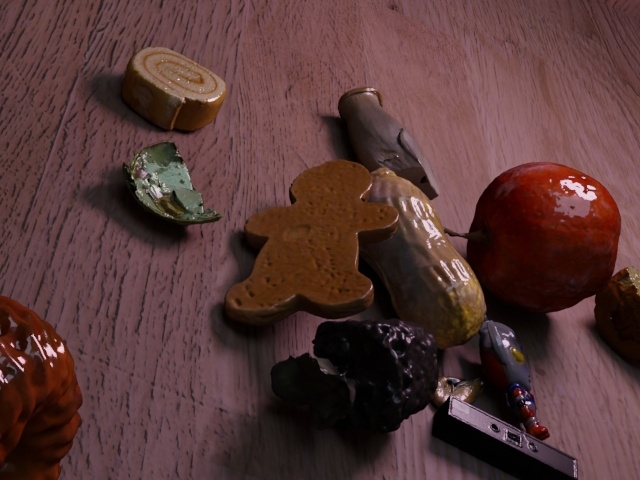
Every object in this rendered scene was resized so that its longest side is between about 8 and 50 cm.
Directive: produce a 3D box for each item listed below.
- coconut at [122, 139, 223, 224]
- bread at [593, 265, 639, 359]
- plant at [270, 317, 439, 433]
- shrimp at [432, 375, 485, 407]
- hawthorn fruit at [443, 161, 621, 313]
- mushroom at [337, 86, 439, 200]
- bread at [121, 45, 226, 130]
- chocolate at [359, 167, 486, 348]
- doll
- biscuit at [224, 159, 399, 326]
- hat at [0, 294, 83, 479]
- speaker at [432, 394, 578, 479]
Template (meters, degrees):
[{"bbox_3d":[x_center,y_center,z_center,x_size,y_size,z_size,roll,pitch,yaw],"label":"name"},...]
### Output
[{"bbox_3d":[-0.207,-0.069,1.395,0.133,0.055,0.158,7,40,-31],"label":"coconut"},{"bbox_3d":[0.511,0.125,1.658,0.156,0.125,0.086,38,25,28],"label":"bread"},{"bbox_3d":[0.047,0.158,1.230,0.142,0.131,0.203,-1,6,34],"label":"plant"},{"bbox_3d":[0.182,0.197,1.397,0.059,0.023,0.108,35,32,20],"label":"shrimp"},{"bbox_3d":[0.306,-0.005,1.568,0.271,0.242,0.242,3,43,-26],"label":"hawthorn fruit"},{"bbox_3d":[0.105,-0.161,1.725,0.108,0.096,0.247,-20,52,-19],"label":"mushroom"},{"bbox_3d":[-0.225,-0.222,1.567,0.149,0.073,0.122,30,39,1],"label":"bread"},{"bbox_3d":[0.128,0.024,1.480,0.134,0.134,0.309,3,47,-35],"label":"chocolate"},{"bbox_3d":[0.258,0.183,1.422,0.104,0.062,0.195,24,37,-53],"label":"doll"},{"bbox_3d":[0.000,0.000,1.400,0.216,0.047,0.340,-4,36,10],"label":"biscuit"},{"bbox_3d":[-0.406,0.101,0.846,0.400,0.285,0.285,35,34,10],"label":"hat"},{"bbox_3d":[0.237,0.263,1.333,0.191,0.046,0.040,28,33,-6],"label":"speaker"}]
